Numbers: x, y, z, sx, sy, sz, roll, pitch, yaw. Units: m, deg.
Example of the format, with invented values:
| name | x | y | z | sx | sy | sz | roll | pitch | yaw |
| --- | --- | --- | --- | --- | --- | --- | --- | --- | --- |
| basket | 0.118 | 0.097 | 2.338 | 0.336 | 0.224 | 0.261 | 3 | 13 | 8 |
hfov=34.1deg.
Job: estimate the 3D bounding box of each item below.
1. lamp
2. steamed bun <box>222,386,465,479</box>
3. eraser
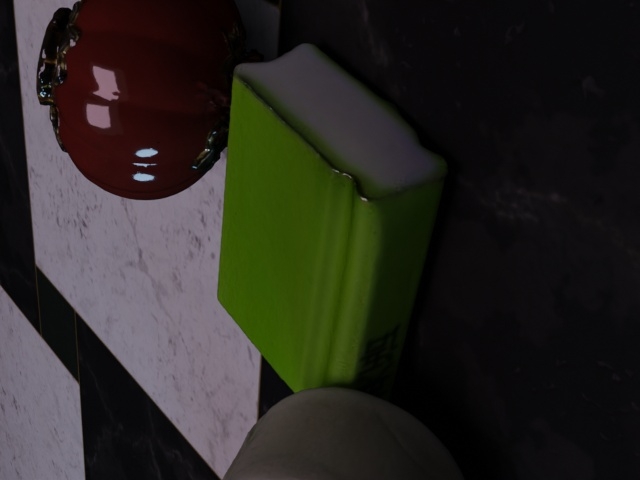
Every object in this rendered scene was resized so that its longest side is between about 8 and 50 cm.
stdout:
| name | x | y | z | sx | sy | sz | roll | pitch | yaw |
| --- | --- | --- | --- | --- | --- | --- | --- | --- | --- |
| lamp | -0.149 | -0.146 | 0.965 | 0.227 | 0.227 | 0.227 | 31 | 129 | 46 |
| steamed bun | 0.039 | 0.247 | 0.878 | 0.164 | 0.146 | 0.241 | -12 | 117 | 27 |
| eraser | 0.000 | 0.000 | 0.912 | 0.210 | 0.092 | 0.274 | 46 | 141 | 34 |
